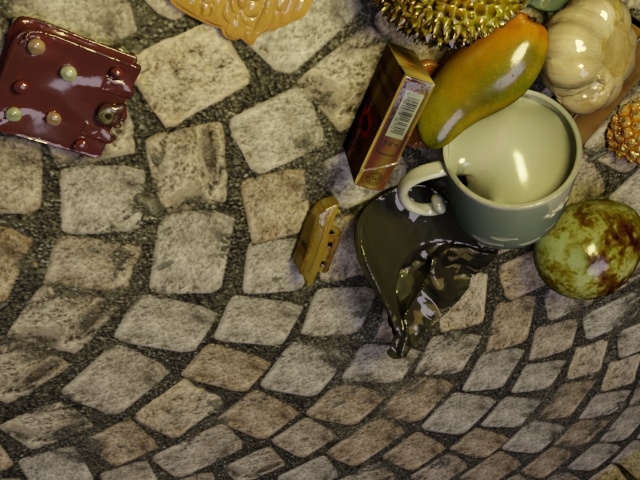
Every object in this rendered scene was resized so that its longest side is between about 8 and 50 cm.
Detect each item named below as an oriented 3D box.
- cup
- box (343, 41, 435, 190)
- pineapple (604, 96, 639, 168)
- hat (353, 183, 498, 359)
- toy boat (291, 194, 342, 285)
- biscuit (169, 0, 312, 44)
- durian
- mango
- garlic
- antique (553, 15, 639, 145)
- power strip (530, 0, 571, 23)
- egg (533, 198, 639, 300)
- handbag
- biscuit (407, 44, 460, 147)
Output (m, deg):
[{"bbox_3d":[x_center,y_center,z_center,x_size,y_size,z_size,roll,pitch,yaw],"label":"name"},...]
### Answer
[{"bbox_3d":[0.339,-0.116,1.426,0.357,0.259,0.274,-12,155,8],"label":"cup"},{"bbox_3d":[0.124,-0.237,1.319,0.071,0.159,0.240,11,126,-20],"label":"box"},{"bbox_3d":[0.763,-0.231,1.581,0.162,0.136,0.175,-16,133,-7],"label":"pineapple"},{"bbox_3d":[0.211,0.058,1.642,0.366,0.257,0.381,-40,98,-17],"label":"hat"},{"bbox_3d":[0.000,0.000,1.546,0.088,0.068,0.225,1,126,-28],"label":"toy boat"},{"bbox_3d":[-0.132,-0.408,1.159,0.250,0.035,0.162,-4,126,-16],"label":"biscuit"},{"bbox_3d":[0.207,-0.448,1.124,0.293,0.258,0.258,-20,135,10],"label":"durian"},{"bbox_3d":[0.291,-0.298,1.276,0.289,0.146,0.129,-34,173,20],"label":"mango"},{"bbox_3d":[0.505,-0.357,1.313,0.228,0.152,0.227,-15,112,-40],"label":"garlic"},{"bbox_3d":[0.581,-0.322,1.461,0.088,0.093,0.310,16,122,-32],"label":"antique"},{"bbox_3d":[0.462,-0.506,1.289,0.137,0.044,0.215,6,127,-26],"label":"power strip"},{"bbox_3d":[0.668,0.018,1.699,0.290,0.238,0.238,-29,135,-15],"label":"egg"},{"bbox_3d":[-0.430,-0.247,1.153,0.216,0.074,0.203,16,123,-32],"label":"handbag"},{"bbox_3d":[0.269,-0.321,1.375,0.206,0.049,0.324,16,122,-30],"label":"biscuit"}]
